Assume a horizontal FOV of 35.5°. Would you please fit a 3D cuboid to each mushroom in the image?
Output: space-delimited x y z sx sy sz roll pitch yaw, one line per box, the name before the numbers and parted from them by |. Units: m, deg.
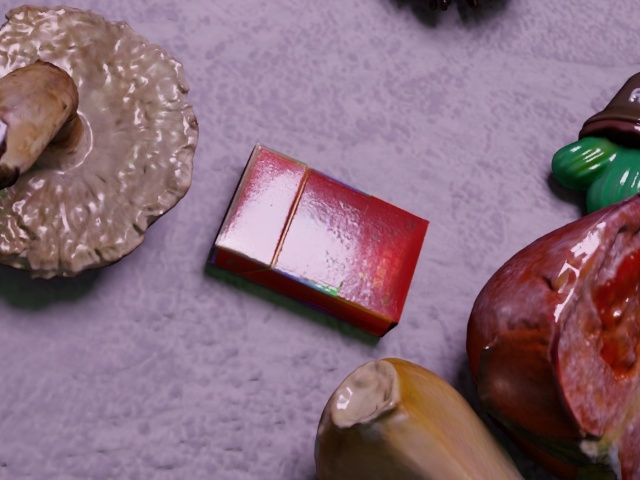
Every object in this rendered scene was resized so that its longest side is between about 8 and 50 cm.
mushroom | -0.177 -0.079 0.745 0.233 0.301 0.208 -51 124 -15

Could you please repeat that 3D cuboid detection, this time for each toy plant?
toy plant | 0.305 -0.072 0.995 0.143 0.105 0.200 25 75 4

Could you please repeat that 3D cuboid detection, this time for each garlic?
garlic | 0.094 0.203 0.771 0.145 0.164 0.245 -40 84 -9

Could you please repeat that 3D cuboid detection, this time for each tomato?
tomato | 0.234 0.082 0.871 0.309 0.170 0.309 -5 97 -45

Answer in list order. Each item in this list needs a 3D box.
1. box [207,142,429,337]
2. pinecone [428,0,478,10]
box | 0.000 0.000 0.891 0.175 0.048 0.112 23 64 -8
pinecone | 0.146 -0.309 1.012 0.165 0.163 0.163 -38 84 -5
